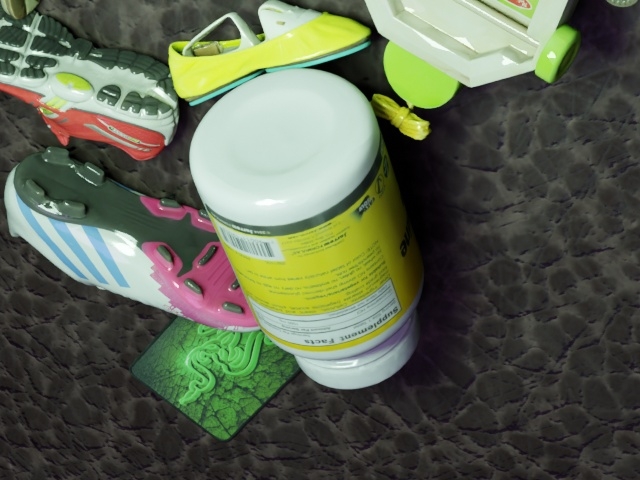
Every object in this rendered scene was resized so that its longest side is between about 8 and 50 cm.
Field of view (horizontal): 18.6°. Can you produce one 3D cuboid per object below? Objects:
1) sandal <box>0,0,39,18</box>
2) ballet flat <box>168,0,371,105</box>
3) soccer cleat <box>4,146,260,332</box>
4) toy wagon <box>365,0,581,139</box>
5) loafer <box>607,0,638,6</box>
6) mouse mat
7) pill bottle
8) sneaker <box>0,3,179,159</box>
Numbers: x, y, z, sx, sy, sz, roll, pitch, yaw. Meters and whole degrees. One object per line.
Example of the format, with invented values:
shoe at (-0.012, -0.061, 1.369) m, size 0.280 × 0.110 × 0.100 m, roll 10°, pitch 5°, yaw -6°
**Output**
sandal at (-0.320, -0.310, 2.006) m, size 0.049 × 0.072 × 0.180 m, roll 29°, pitch 138°, yaw 28°
ballet flat at (-0.060, -0.200, 1.974) m, size 0.231 × 0.077 × 0.077 m, roll -15°, pitch 104°, yaw 31°
soccer cleat at (-0.200, 0.014, 2.170) m, size 0.331 × 0.116 × 0.143 m, roll 30°, pitch 145°, yaw 2°
toy wagon at (0.129, -0.251, 1.831) m, size 0.267 × 0.068 × 0.344 m, roll 33°, pitch 130°, yaw 16°
loafer at (0.269, -0.289, 1.792) m, size 0.056 × 0.050 × 0.148 m, roll -2°, pitch 108°, yaw 33°
mouse mat at (-0.125, 0.149, 2.291) m, size 0.153 × 0.007 × 0.189 m, roll 37°, pitch 128°, yaw -7°
pill bottle at (0.000, 0.000, 1.988) m, size 0.188 × 0.188 × 0.334 m, roll 3°, pitch 142°, yaw 20°
sneaker at (-0.285, -0.157, 2.076) m, size 0.279 × 0.107 × 0.118 m, roll 23°, pitch 140°, yaw 8°
